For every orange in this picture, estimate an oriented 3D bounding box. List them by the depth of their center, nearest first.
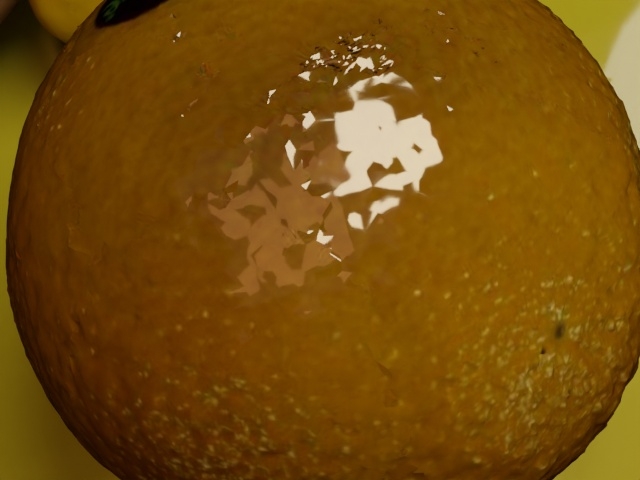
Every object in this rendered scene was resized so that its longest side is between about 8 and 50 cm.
[{"bbox_3d":[0.000,0.000,0.438,0.274,0.274,0.274,-2,81,12],"label":"orange"}]

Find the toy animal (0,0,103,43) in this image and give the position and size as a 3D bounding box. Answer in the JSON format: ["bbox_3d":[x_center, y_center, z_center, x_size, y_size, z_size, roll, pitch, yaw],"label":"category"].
[{"bbox_3d":[-0.234,-0.236,0.527,0.345,0.247,0.278,-12,73,16],"label":"toy animal"}]
